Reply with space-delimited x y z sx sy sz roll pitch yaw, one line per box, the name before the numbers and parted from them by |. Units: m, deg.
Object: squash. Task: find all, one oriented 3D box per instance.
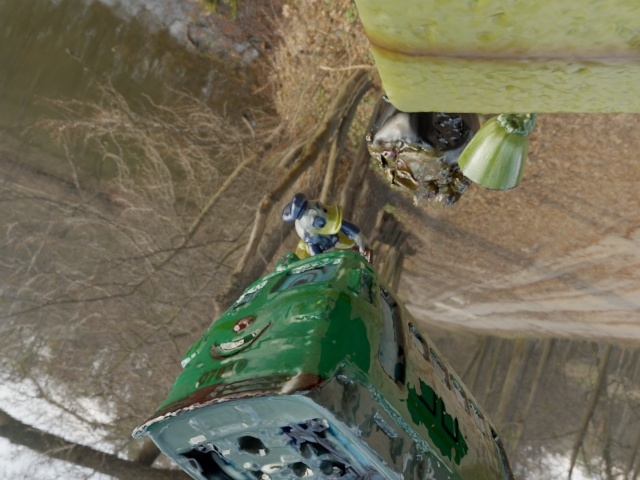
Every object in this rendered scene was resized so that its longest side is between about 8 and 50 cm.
squash | 0.273 -0.154 0.728 0.105 0.105 0.132 19 144 10

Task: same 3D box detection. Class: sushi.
sushi | 0.200 -0.183 0.971 0.213 0.204 0.200 20 179 -20

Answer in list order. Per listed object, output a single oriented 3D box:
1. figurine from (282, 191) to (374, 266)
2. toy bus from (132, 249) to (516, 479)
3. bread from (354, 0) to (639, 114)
figurine | 0.000 0.000 1.208 0.283 0.204 0.338 49 179 32
toy bus | 0.037 0.171 0.436 0.183 0.199 0.344 -23 118 30
bread | 0.208 -0.213 0.299 0.361 0.245 0.233 8 171 18
